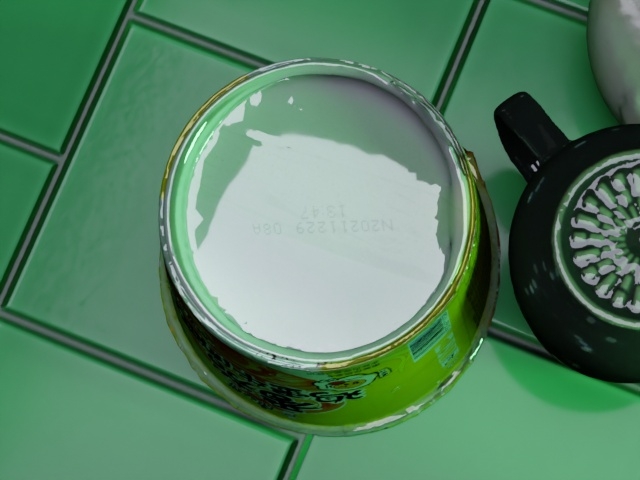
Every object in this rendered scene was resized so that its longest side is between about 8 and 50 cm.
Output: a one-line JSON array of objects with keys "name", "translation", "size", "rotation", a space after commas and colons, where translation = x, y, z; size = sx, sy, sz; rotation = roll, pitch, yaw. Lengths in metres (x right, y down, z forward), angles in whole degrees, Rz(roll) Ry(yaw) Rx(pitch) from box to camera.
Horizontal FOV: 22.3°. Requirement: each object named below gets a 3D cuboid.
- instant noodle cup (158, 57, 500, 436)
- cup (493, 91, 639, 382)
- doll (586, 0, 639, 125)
[{"name": "instant noodle cup", "translation": [0.000, 0.000, 1.118], "size": [0.264, 0.200, 0.264], "rotation": [-1, 80, 4]}, {"name": "cup", "translation": [0.198, -0.004, 1.120], "size": [0.169, 0.176, 0.223], "rotation": [-36, 76, -2]}, {"name": "doll", "translation": [0.310, -0.141, 1.124], "size": [0.251, 0.221, 0.221], "rotation": [26, 82, 8]}]
